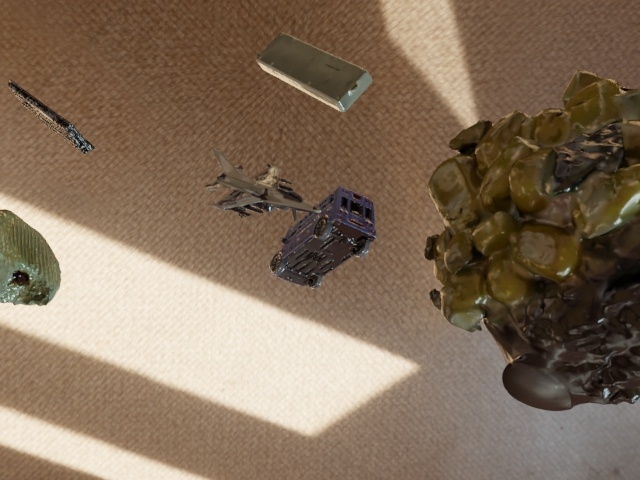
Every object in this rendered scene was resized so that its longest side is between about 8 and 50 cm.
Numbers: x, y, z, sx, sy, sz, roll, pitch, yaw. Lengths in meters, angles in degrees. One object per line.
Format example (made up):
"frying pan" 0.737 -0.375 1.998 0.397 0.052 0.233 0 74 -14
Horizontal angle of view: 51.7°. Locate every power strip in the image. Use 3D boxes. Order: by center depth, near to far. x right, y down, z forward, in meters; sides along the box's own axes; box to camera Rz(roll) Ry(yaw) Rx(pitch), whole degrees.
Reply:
"power strip" -0.027 -0.411 1.578 0.106 0.367 0.043 -48 140 -6

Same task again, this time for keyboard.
"keyboard" -0.474 -0.216 1.143 0.023 0.231 0.072 -48 145 -14

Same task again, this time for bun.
"bun" -0.597 0.050 1.242 0.127 0.204 0.212 -26 126 10

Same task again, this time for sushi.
"sushi" 0.292 -0.028 0.704 0.285 0.329 0.328 46 57 -12

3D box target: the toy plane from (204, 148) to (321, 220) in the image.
"toy plane" -0.099 -0.077 1.134 0.234 0.160 0.082 31 137 20

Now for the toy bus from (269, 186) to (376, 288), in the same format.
"toy bus" 0.000 0.000 1.528 0.125 0.133 0.292 23 143 -25
